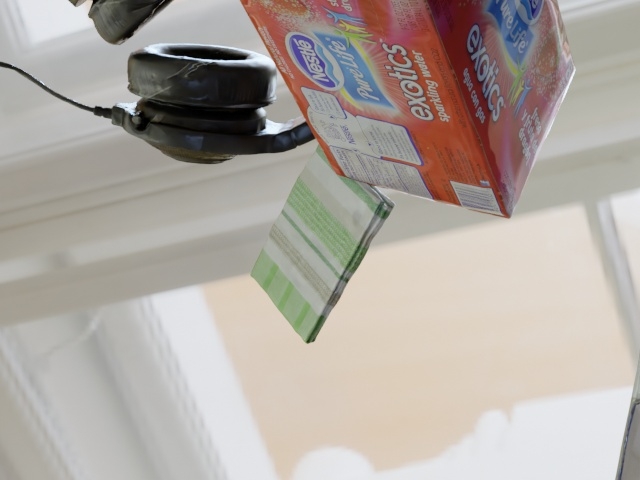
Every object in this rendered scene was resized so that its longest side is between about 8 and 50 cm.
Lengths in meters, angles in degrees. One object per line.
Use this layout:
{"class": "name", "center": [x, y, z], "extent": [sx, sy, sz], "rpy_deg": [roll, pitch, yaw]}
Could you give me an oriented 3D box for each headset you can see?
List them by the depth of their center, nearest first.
{"class": "headset", "center": [-0.126, -0.161, 1.198], "extent": [0.185, 0.394, 0.243], "rpy_deg": [-77, -34, -75]}

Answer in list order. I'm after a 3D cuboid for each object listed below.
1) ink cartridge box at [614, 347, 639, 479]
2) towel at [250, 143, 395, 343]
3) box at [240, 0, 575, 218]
{"class": "ink cartridge box", "center": [0.260, -0.028, 0.860], "extent": [0.324, 0.071, 0.330], "rpy_deg": [-20, -61, -62]}
{"class": "towel", "center": [0.000, 0.000, 1.321], "extent": [0.023, 0.152, 0.113], "rpy_deg": [9, -151, -39]}
{"class": "box", "center": [0.051, -0.135, 0.865], "extent": [0.123, 0.128, 0.257], "rpy_deg": [-64, -29, -20]}
